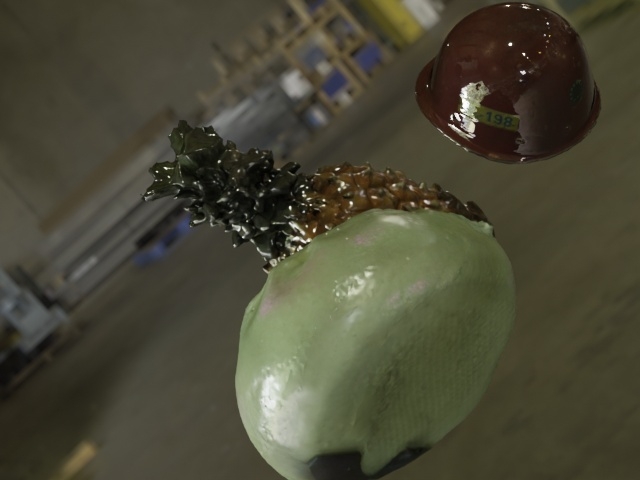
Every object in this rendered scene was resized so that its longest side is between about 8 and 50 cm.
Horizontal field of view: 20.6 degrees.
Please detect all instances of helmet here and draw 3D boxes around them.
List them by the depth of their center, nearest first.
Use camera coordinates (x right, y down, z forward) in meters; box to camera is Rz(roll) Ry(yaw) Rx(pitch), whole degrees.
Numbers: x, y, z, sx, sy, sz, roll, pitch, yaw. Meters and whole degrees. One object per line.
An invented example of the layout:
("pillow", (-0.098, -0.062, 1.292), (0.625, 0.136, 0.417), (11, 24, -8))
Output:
("helmet", (0.169, -0.164, 1.599), (0.155, 0.175, 0.106), (-48, -31, -30))

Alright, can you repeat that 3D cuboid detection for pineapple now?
("pineapple", (0.000, 0.000, 1.709), (0.202, 0.362, 0.202), (-56, 18, 30))

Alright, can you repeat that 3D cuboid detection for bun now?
("bun", (0.031, 0.075, 1.533), (0.283, 0.179, 0.283), (-31, -36, -26))
